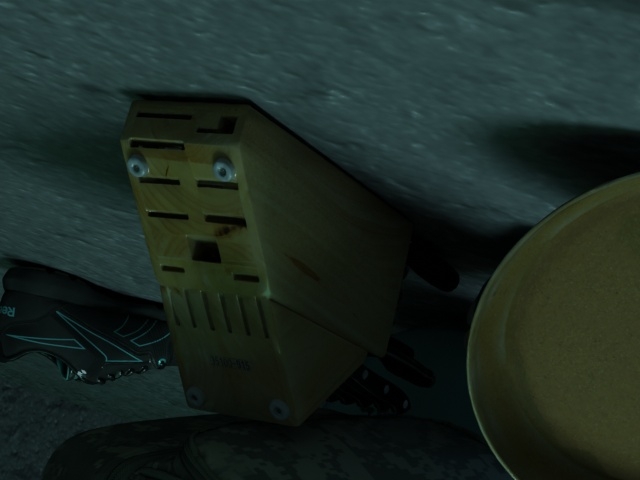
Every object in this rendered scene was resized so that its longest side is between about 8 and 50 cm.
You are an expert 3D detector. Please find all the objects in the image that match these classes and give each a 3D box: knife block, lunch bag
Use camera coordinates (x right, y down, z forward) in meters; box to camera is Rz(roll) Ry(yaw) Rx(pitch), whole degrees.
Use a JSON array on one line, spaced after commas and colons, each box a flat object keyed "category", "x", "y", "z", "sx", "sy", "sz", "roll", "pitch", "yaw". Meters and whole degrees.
[{"category": "knife block", "x": 0.000, "y": 0.000, "z": 0.974, "sx": 0.088, "sy": 0.242, "sz": 0.275, "roll": 5, "pitch": 120, "yaw": 32}, {"category": "lunch bag", "x": 0.001, "y": 0.221, "z": 0.973, "sx": 0.305, "sy": 0.212, "sz": 0.256, "roll": 1, "pitch": -179, "yaw": -40}]

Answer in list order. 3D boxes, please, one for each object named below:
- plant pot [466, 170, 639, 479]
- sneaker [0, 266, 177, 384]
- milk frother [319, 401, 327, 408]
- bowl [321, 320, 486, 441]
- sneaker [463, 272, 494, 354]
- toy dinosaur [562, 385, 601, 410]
[{"category": "plant pot", "x": 0.195, "y": 0.060, "z": 0.776, "sx": 0.236, "sy": 0.236, "sz": 0.032, "roll": 15, "pitch": -150, "yaw": 0}, {"category": "sneaker", "x": -0.223, "y": 0.110, "z": 1.605, "sx": 0.267, "sy": 0.106, "sz": 0.101, "roll": 17, "pitch": 166, "yaw": -18}, {"category": "milk frother", "x": -0.001, "y": 0.160, "z": 1.511, "sx": 0.143, "sy": 0.129, "sz": 0.135, "roll": 9, "pitch": 171, "yaw": -3}, {"category": "bowl", "x": 0.132, "y": 0.182, "z": 1.292, "sx": 0.312, "sy": 0.163, "sz": 0.311, "roll": 15, "pitch": 152, "yaw": 8}, {"category": "sneaker", "x": 0.238, "y": 0.119, "z": 0.935, "sx": 0.330, "sy": 0.130, "sz": 0.147, "roll": 34, "pitch": 164, "yaw": 10}, {"category": "toy dinosaur", "x": 0.225, "y": 0.035, "z": 0.832, "sx": 0.211, "sy": 0.112, "sz": 0.064, "roll": -31, "pitch": 123, "yaw": 14}]
